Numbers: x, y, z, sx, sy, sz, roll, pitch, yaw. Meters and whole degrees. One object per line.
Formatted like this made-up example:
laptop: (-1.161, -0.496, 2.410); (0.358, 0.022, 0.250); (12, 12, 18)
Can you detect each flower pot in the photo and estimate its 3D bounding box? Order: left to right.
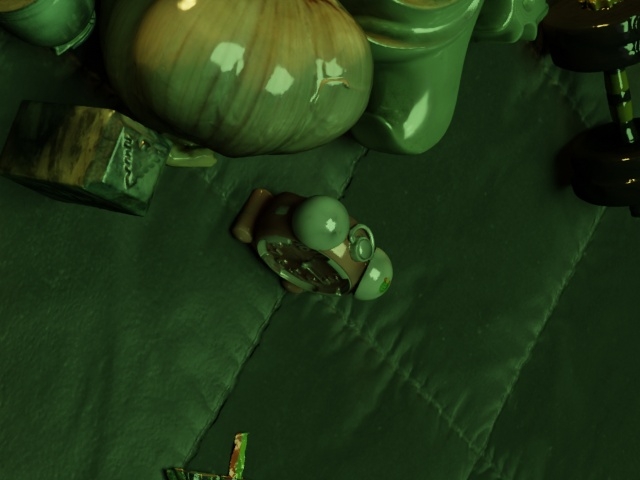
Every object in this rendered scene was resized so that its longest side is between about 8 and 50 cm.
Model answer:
flower pot: (0.143, -0.303, 1.814); (0.367, 0.165, 0.254); (-48, 131, -28)

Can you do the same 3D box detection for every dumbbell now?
dumbbell: (0.432, -0.210, 2.083); (0.185, 0.185, 0.388); (-33, 118, -35)

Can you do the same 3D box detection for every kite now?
kite: (-0.107, 0.328, 1.788); (0.241, 0.014, 0.183); (13, 85, -43)

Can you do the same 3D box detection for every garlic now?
garlic: (-0.085, -0.201, 1.526); (0.322, 0.322, 0.241); (-31, 144, -35)

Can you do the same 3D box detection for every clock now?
clock: (0.000, 0.000, 1.731); (0.166, 0.162, 0.092); (48, 62, -37)

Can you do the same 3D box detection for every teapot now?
teapot: (-0.285, -0.257, 1.483); (0.111, 0.149, 0.108); (-27, 140, 5)

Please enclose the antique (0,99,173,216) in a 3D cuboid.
antique: (-0.239, -0.085, 1.478); (0.088, 0.183, 0.086); (26, 79, -41)
